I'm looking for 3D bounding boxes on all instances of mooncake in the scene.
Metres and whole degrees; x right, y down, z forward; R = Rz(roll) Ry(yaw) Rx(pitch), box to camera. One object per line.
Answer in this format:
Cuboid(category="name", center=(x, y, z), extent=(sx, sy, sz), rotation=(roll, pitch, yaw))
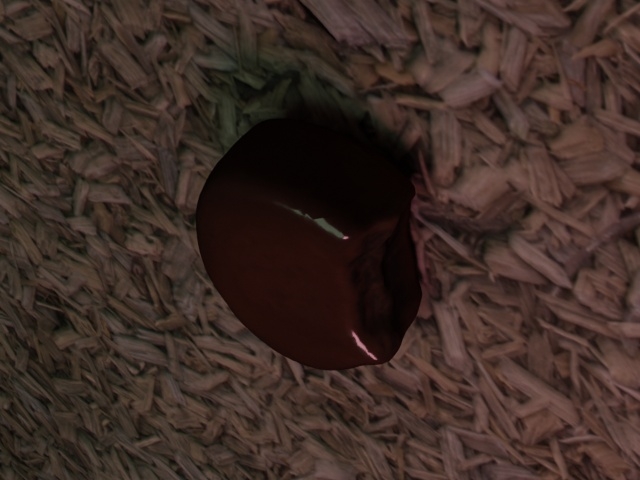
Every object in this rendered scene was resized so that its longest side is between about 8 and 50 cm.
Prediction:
Cuboid(category="mooncake", center=(0.000, 0.000, 1.845), extent=(0.334, 0.174, 0.326), rotation=(-15, 115, 49))
